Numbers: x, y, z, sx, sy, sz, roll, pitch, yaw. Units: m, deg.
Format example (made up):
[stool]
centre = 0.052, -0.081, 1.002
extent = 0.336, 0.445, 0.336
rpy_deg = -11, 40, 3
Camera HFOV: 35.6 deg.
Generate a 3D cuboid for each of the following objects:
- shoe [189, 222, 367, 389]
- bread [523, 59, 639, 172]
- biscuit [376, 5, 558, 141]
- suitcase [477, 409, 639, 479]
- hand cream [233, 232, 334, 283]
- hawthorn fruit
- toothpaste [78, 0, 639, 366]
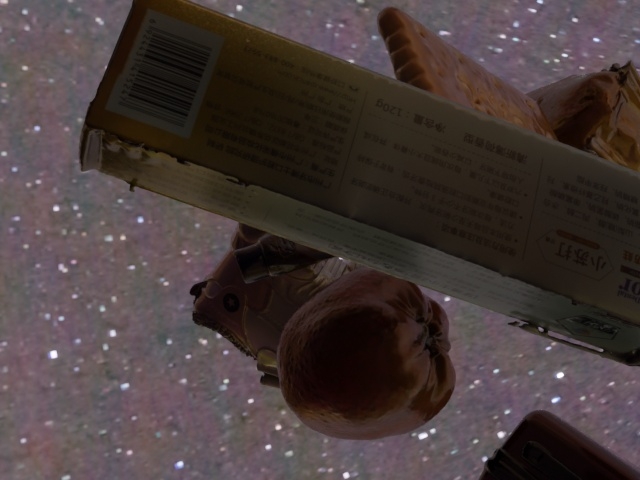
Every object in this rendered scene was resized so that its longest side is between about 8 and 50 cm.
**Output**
[shoe]
centre = -0.007, 0.115, 1.331
extent = 0.351, 0.172, 0.198
rpy_deg = 45, -64, 4
[bread]
centre = 0.238, -0.096, 1.072
extent = 0.241, 0.107, 0.136
rpy_deg = -15, -139, 56
[biscuit]
centre = 0.145, -0.094, 0.828
extent = 0.030, 0.249, 0.160
rpy_deg = -36, -124, 28
[suitcase]
centre = 0.341, 0.341, 1.150
extent = 0.161, 0.236, 0.297
rpy_deg = -56, -144, 1
[hand cream]
centre = 0.000, 0.000, 0.943
extent = 0.039, 0.163, 0.062
rpy_deg = 80, -11, -49
[hawthorn fruit]
centre = 0.045, 0.122, 1.022
extent = 0.189, 0.189, 0.189
rpy_deg = 4, -84, 37
[toothpaste]
centre = 0.045, -0.027, 0.492
extent = 0.071, 0.312, 0.089
rpy_deg = 126, -18, -65
